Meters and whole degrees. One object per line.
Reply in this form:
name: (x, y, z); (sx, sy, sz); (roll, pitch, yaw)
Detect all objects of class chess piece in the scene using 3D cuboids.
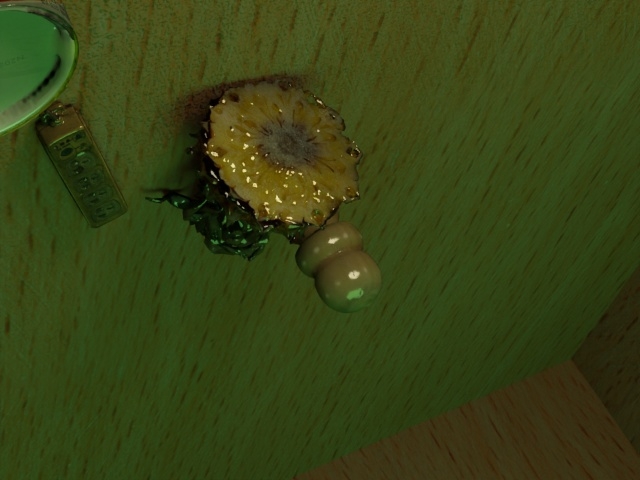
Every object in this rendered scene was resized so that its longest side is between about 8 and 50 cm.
chess piece: (0.000, 0.000, 2.213); (0.142, 0.261, 0.143); (-26, 157, -12)

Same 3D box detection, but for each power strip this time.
power strip: (-0.323, -0.097, 1.916); (0.064, 0.044, 0.305); (-28, 155, -7)

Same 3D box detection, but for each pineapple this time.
pineapple: (-0.110, -0.065, 2.056); (0.262, 0.262, 0.271); (-15, 163, -33)

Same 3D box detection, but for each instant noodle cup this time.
instant noodle cup: (-0.379, -0.230, 1.423); (0.264, 0.200, 0.264); (-25, 155, -13)
